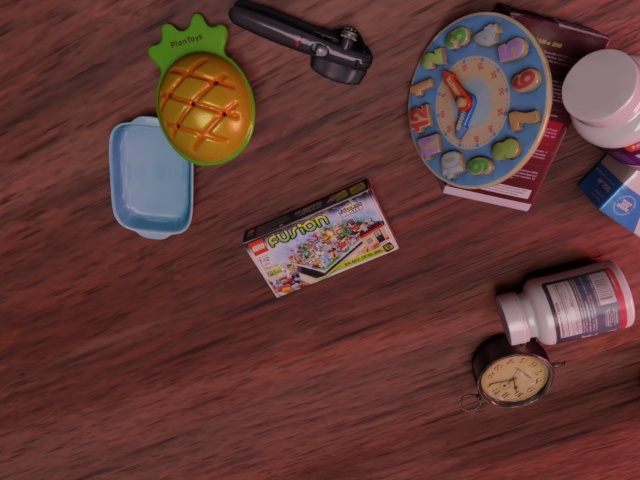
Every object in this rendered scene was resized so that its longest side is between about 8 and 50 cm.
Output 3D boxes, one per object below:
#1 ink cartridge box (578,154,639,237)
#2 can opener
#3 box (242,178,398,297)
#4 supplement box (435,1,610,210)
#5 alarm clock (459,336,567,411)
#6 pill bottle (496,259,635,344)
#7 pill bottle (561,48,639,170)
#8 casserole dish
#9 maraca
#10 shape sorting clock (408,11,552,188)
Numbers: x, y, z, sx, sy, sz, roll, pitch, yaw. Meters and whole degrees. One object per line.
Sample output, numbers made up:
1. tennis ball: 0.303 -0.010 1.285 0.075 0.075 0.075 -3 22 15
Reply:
1. ink cartridge box: 0.492 -0.114 0.802 0.134 0.078 0.231 28 117 -17
2. can opener: -0.023 -0.247 0.724 0.186 0.059 0.073 19 120 -13
3. box: 0.000 0.000 0.889 0.207 0.036 0.114 -23 119 13
4. supplement box: 0.251 -0.167 0.769 0.130 0.073 0.239 12 121 -8
5. alarm clock: 0.316 0.236 1.023 0.129 0.064 0.192 36 112 -21
6. pill bottle: 0.374 0.103 0.916 0.180 0.108 0.108 -15 121 9
7. pill bottle: 0.363 -0.152 0.694 0.193 0.108 0.108 11 126 -43
8. casserole dish: -0.234 -0.090 0.831 0.114 0.037 0.188 6 120 -4
9. maraca: -0.150 -0.186 0.742 0.127 0.099 0.186 -14 95 5
10. shape sorting clock: 0.180 -0.165 0.708 0.040 0.206 0.206 -8 127 -33
